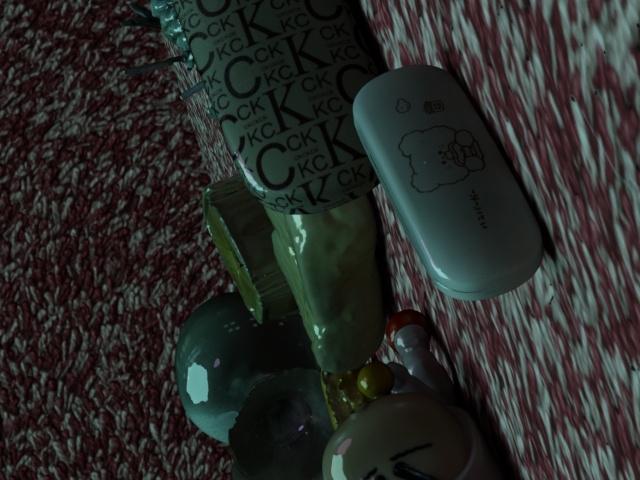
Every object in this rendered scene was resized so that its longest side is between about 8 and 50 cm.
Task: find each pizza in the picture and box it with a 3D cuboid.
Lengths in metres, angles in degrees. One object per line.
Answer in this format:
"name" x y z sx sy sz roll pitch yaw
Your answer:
"pizza" 0.076 0.299 2.075 0.280 0.075 0.288 73 180 -57

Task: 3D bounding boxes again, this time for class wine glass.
"wine glass" -0.089 0.214 2.557 0.323 0.238 0.238 -129 21 -63

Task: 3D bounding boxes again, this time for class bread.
"bread" -0.073 0.006 2.348 0.192 0.109 0.210 63 172 14

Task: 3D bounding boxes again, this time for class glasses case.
"glasses case" 0.079 -0.040 1.114 0.049 0.074 0.193 74 174 -48
"glasses case" -0.043 -0.178 1.447 0.085 0.137 0.355 66 -179 -62

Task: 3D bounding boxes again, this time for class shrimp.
"shrimp" -0.127 -0.246 1.934 0.410 0.166 0.221 46 131 44

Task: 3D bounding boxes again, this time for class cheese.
"cheese" 0.005 0.002 1.768 0.263 0.093 0.159 80 166 -48

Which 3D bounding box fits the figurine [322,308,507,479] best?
"figurine" 0.066 0.189 1.507 0.186 0.176 0.287 47 -161 -24
